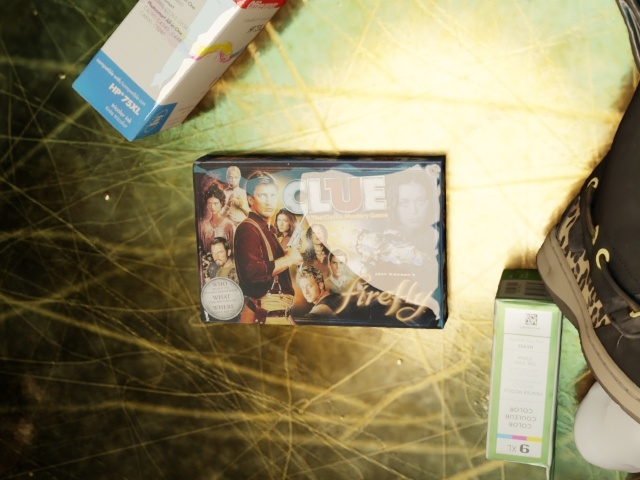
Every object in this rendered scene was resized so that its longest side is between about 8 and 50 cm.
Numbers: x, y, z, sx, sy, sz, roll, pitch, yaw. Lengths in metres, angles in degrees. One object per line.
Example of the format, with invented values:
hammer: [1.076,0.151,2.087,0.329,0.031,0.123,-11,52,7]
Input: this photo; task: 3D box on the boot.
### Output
boot: [0.308,-0.020,0.901,0.138,0.377,0.284,14,112,-15]

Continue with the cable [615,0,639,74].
cable: [0.250,-0.245,1.044,0.287,0.072,0.139,35,99,-10]

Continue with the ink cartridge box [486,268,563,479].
ink cartridge box: [0.191,0.142,1.104,0.062,0.109,0.209,4,104,13]

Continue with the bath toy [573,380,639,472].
bath toy: [0.371,0.265,1.082,0.151,0.129,0.348,-35,95,-16]

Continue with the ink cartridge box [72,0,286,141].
ink cartridge box: [-0.107,-0.205,1.079,0.078,0.134,0.231,44,109,1]

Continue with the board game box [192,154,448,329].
board game box: [0.000,0.000,1.150,0.243,0.042,0.165,0,102,13]
